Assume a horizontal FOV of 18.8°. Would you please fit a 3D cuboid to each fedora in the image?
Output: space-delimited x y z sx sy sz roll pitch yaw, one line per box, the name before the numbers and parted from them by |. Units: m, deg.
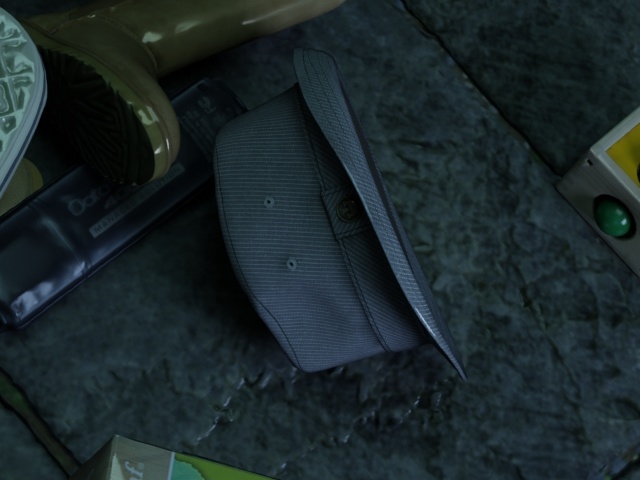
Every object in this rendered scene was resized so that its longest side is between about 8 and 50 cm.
fedora | 0.000 0.000 1.433 0.124 0.244 0.275 -22 100 4

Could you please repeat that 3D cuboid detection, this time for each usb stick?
usb stick | -0.159 -0.031 1.458 0.278 0.045 0.077 -39 92 -31

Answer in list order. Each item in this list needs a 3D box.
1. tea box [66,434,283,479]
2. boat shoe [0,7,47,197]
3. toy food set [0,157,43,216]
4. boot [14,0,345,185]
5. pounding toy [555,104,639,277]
tea box | -0.048 0.299 1.156 0.323 0.329 0.220 18 60 -17
boat shoe | -0.350 0.056 1.289 0.187 0.156 0.500 32 70 -6
toy food set | -0.255 -0.044 1.446 0.082 0.020 0.083 36 58 0
boot | -0.088 -0.158 1.480 0.269 0.089 0.236 -25 43 -28
pounding toy | 0.281 -0.040 1.598 0.141 0.100 0.130 -38 82 -31
